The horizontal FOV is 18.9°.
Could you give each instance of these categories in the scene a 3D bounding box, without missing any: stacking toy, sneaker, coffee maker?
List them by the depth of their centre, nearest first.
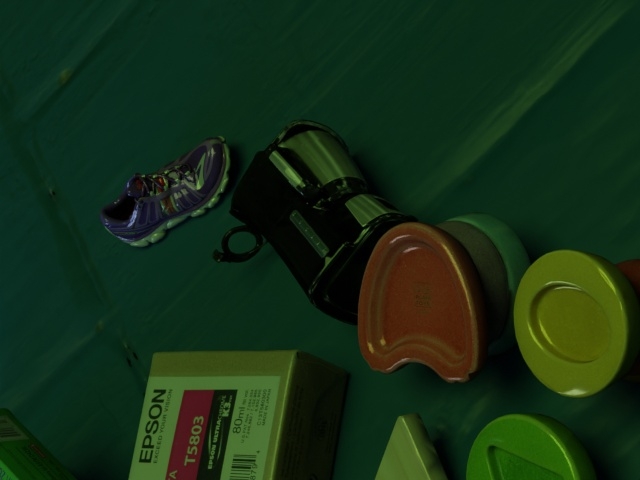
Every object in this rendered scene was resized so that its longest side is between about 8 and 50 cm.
[{"bbox_3d":[0.180,0.120,1.675,0.309,0.130,0.279,17,108,47],"label":"stacking toy"},{"bbox_3d":[0.000,0.000,1.860,0.178,0.120,0.171,52,130,43],"label":"coffee maker"},{"bbox_3d":[-0.164,-0.053,2.041,0.170,0.071,0.068,-37,51,21],"label":"sneaker"}]

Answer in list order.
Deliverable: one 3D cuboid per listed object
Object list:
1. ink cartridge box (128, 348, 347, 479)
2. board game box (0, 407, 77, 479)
[{"bbox_3d":[-0.088,0.225,1.836,0.193,0.088,0.234,-4,69,39],"label":"ink cartridge box"},{"bbox_3d":[-0.315,0.363,1.903,0.242,0.064,0.316,37,116,39],"label":"board game box"}]
